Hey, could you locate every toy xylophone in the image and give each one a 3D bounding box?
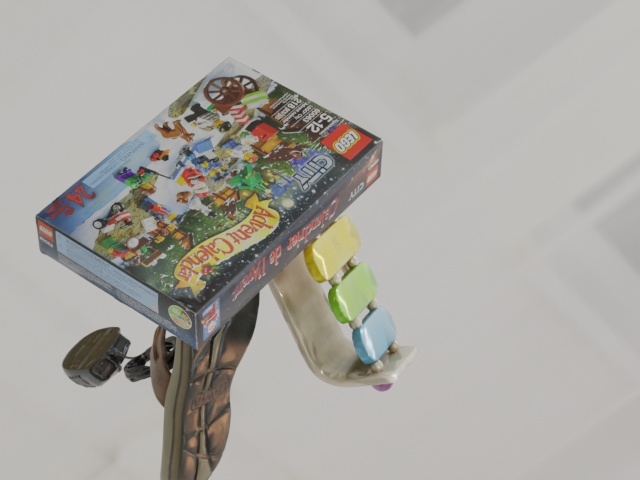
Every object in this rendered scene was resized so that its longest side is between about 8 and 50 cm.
[{"bbox_3d":[0.000,0.000,1.974,0.323,0.081,0.236,62,21,-14],"label":"toy xylophone"}]

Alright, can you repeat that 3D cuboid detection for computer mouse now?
[{"bbox_3d":[-0.207,0.131,2.023,0.041,0.071,0.242,48,-25,-22],"label":"computer mouse"}]

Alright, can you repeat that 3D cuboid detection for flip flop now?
[{"bbox_3d":[-0.130,0.122,1.870,0.080,0.277,0.112,23,25,29],"label":"flip flop"}]

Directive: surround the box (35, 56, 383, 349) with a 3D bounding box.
[{"bbox_3d":[-0.083,-0.035,1.457,0.159,0.233,0.044,29,-37,24],"label":"box"}]
